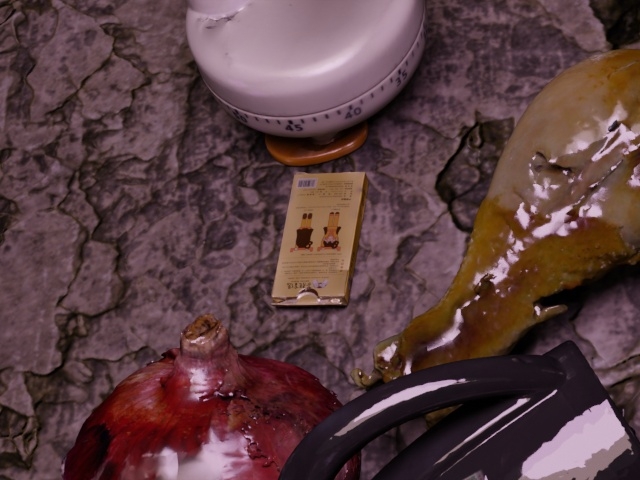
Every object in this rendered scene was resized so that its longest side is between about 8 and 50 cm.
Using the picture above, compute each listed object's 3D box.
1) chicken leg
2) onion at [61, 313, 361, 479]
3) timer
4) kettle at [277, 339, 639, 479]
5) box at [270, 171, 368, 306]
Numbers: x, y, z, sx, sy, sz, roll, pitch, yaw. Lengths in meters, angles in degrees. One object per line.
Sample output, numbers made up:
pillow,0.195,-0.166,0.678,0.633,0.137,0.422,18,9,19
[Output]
chicken leg,0.183,0.001,1.582,0.429,0.153,0.201,-49,43,-9
onion,-0.090,0.167,1.476,0.252,0.219,0.252,-7,16,2
timer,-0.020,-0.221,1.729,0.233,0.240,0.233,-9,53,12
kettle,0.108,0.210,1.376,0.290,0.268,0.207,-30,22,3
box,0.000,0.000,1.705,0.073,0.020,0.149,0,56,17
